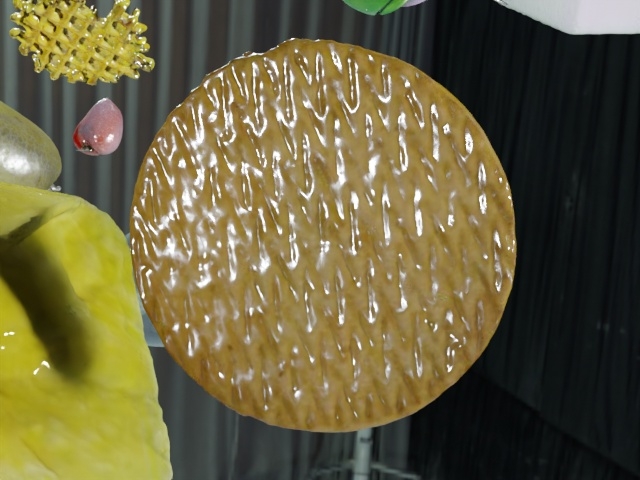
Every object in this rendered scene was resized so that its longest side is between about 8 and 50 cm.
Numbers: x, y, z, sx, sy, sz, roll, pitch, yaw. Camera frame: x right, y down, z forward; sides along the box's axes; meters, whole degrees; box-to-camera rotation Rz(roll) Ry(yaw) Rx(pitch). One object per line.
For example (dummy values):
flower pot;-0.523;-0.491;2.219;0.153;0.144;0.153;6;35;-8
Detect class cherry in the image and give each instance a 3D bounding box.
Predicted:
cherry;-0.459;-0.227;1.891;0.106;0.126;0.087;35;-8;42

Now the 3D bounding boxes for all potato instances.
potato;-0.459;-0.121;1.191;0.251;0.159;0.174;27;42;-24

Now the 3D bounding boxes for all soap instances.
soap;-0.305;0.063;0.606;0.427;0.115;0.306;3;55;-32

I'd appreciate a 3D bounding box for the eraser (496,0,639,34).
eraser;0.193;-0.292;0.597;0.086;0.287;0.130;-5;27;-18

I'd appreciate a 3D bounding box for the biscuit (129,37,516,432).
biscuit;0.000;0.000;0.600;0.262;0.262;0.037;5;9;6

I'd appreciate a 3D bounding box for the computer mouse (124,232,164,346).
computer mouse;-0.161;0.027;1.379;0.371;0.188;0.122;-24;11;9

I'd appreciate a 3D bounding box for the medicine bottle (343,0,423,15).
medicine bottle;0.111;-0.348;1.027;0.133;0.133;0.274;10;36;26

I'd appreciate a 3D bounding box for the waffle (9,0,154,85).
waffle;-0.423;-0.360;1.597;0.231;0.229;0.051;-10;54;8
